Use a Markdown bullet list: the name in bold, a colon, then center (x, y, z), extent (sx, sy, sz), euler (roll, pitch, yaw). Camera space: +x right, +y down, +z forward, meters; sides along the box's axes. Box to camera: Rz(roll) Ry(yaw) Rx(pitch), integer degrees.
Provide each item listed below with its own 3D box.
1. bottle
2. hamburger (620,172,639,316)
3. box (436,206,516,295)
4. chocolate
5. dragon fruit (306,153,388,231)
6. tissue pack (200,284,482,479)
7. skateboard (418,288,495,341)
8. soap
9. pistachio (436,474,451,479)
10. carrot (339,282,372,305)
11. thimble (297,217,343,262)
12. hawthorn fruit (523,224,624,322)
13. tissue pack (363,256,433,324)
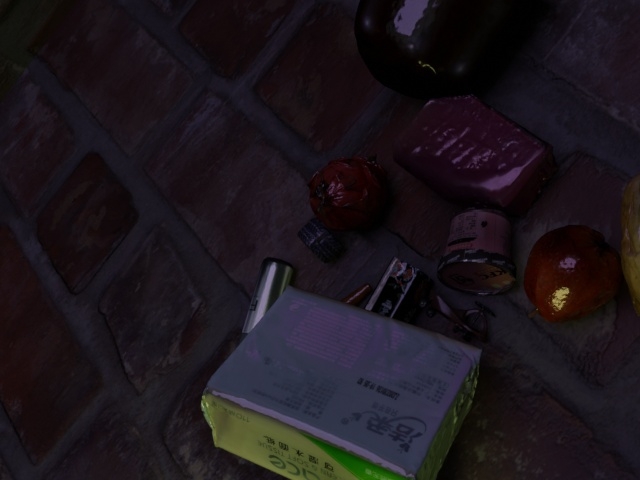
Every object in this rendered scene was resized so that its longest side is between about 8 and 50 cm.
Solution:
- **bottle**: center (-0.131, 0.168, 1.789), extent (0.096, 0.079, 0.254), euler (157, 129, -70)
- **hamburger**: center (0.565, 0.017, 1.254), extent (0.144, 0.283, 0.260), euler (4, 70, 26)
- **box**: center (0.308, 0.017, 1.515), extent (0.151, 0.151, 0.135), euler (-7, 60, 31)
- **chocolate**: center (0.242, -0.468, 1.623), extent (0.383, 0.383, 0.331), euler (24, 91, 37)
- **dragon fruit**: center (0.060, -0.102, 1.700), extent (0.172, 0.209, 0.172), euler (26, 130, 37)
- **tissue pack**: center (0.046, 0.289, 1.410), extent (0.404, 0.205, 0.332), euler (18, 44, 22)
- **skateboard**: center (0.276, 0.144, 1.544), extent (0.151, 0.067, 0.080), euler (36, 83, 32)
- **soap**: center (0.309, -0.178, 1.602), extent (0.220, 0.127, 0.325), euler (-50, 52, 5)
- **pistachio**: center (0.171, 0.520, 1.419), extent (0.131, 0.129, 0.206), euler (14, 74, 46)
- **carrot**: center (0.072, 0.128, 1.697), extent (0.093, 0.032, 0.032), euler (-38, 55, 9)
- **thimble**: center (0.000, 0.000, 1.759), extent (0.066, 0.095, 0.104), euler (-44, 17, 0)
- **hawthorn fruit**: center (0.451, 0.058, 1.398), extent (0.173, 0.179, 0.174), euler (3, 51, -3)
- **tissue pack**: center (0.154, 0.130, 1.596), extent (0.090, 0.103, 0.170), euler (30, 90, 32)
